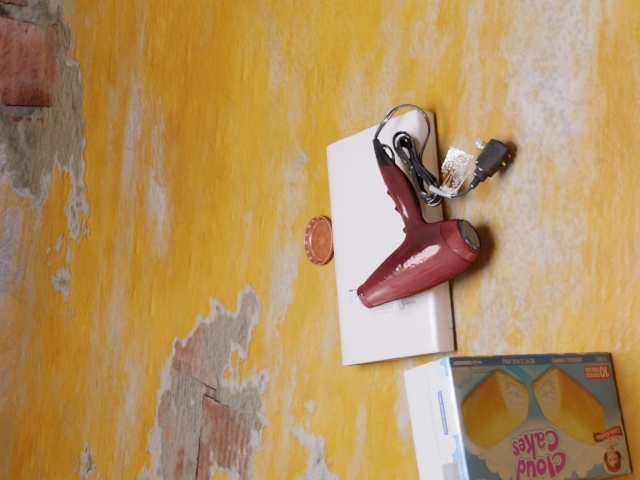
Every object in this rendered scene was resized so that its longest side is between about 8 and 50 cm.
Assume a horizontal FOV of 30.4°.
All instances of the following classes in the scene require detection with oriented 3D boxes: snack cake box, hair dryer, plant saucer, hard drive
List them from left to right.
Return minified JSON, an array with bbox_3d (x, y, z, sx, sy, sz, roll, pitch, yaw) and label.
[{"bbox_3d":[0.000,0.000,1.960,0.083,0.013,0.084,-2,87,56],"label":"plant saucer"},{"bbox_3d":[0.100,0.004,1.785,0.233,0.047,0.353,-17,75,54],"label":"hard drive"},{"bbox_3d":[0.139,-0.032,1.665,0.223,0.080,0.294,25,90,43],"label":"hair dryer"},{"bbox_3d":[0.234,0.216,1.385,0.089,0.264,0.152,-28,65,51],"label":"snack cake box"}]

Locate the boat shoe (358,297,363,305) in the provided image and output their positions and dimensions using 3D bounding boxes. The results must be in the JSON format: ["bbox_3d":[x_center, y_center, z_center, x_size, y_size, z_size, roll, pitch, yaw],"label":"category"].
[{"bbox_3d":[0.082,0.079,1.735,0.100,0.035,0.035,-13,78,54],"label":"boat shoe"}]
